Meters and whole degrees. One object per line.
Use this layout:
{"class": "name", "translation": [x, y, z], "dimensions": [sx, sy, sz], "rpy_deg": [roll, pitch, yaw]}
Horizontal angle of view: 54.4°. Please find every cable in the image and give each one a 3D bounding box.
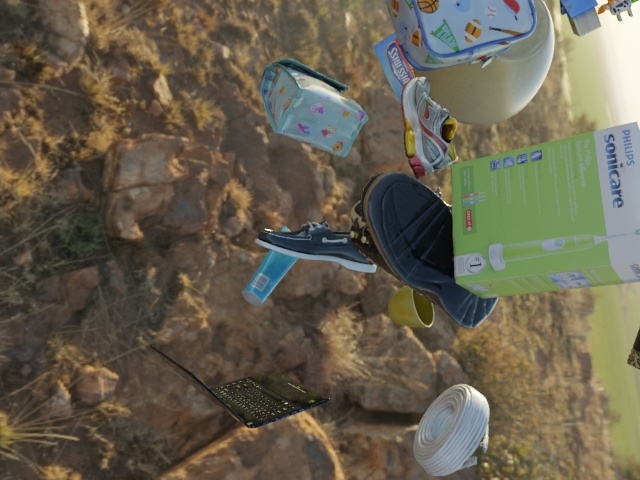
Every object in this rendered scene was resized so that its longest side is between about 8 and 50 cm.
{"class": "cable", "translation": [0.348, 0.511, 1.679], "dimensions": [0.089, 0.257, 0.257], "rpy_deg": [37, 37, -5]}

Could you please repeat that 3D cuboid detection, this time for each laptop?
{"class": "laptop", "translation": [-0.158, 0.256, 1.197], "dimensions": [0.264, 0.234, 0.136], "rpy_deg": [-11, 100, -31]}

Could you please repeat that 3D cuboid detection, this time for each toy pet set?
{"class": "toy pet set", "translation": [0.431, -0.370, 0.955], "dimensions": [0.065, 0.114, 0.122], "rpy_deg": [60, 18, -19]}

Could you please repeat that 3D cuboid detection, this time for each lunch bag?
{"class": "lunch bag", "translation": [0.235, -0.447, 1.071], "dimensions": [0.115, 0.243, 0.303], "rpy_deg": [177, -104, -78]}
{"class": "lunch bag", "translation": [-0.030, -0.359, 1.627], "dimensions": [0.223, 0.160, 0.262], "rpy_deg": [17, 28, -30]}

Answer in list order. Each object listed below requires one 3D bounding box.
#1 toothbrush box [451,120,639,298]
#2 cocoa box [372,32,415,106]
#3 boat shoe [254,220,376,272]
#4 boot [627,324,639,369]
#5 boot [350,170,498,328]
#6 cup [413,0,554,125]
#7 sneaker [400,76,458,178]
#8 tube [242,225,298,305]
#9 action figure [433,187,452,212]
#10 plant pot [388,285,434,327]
{"class": "toothbrush box", "translation": [0.356, -0.034, 0.955], "dimensions": [0.122, 0.283, 0.206], "rpy_deg": [26, 59, -50]}
{"class": "cocoa box", "translation": [0.341, -0.514, 1.885], "dimensions": [0.231, 0.228, 0.347], "rpy_deg": [66, 21, 4]}
{"class": "boat shoe", "translation": [0.000, 0.000, 1.396], "dimensions": [0.302, 0.114, 0.091], "rpy_deg": [11, 97, -30]}
{"class": "boot", "translation": [0.706, 0.188, 1.214], "dimensions": [0.085, 0.236, 0.178], "rpy_deg": [15, 91, -14]}
{"class": "boot", "translation": [0.142, -0.011, 1.143], "dimensions": [0.138, 0.284, 0.377], "rpy_deg": [-50, 125, -2]}
{"class": "cup", "translation": [0.396, -0.454, 1.424], "dimensions": [0.237, 0.331, 0.331], "rpy_deg": [138, -59, -86]}
{"class": "sneaker", "translation": [0.201, -0.210, 1.128], "dimensions": [0.088, 0.093, 0.225], "rpy_deg": [52, 30, -52]}
{"class": "tube", "translation": [-0.106, 0.060, 1.449], "dimensions": [0.080, 0.052, 0.207], "rpy_deg": [46, 54, -16]}
{"class": "action figure", "translation": [0.342, -0.030, 1.592], "dimensions": [0.275, 0.141, 0.164], "rpy_deg": [63, 26, -52]}
{"class": "plant pot", "translation": [0.247, 0.188, 1.753], "dimensions": [0.134, 0.095, 0.134], "rpy_deg": [37, 43, -45]}
